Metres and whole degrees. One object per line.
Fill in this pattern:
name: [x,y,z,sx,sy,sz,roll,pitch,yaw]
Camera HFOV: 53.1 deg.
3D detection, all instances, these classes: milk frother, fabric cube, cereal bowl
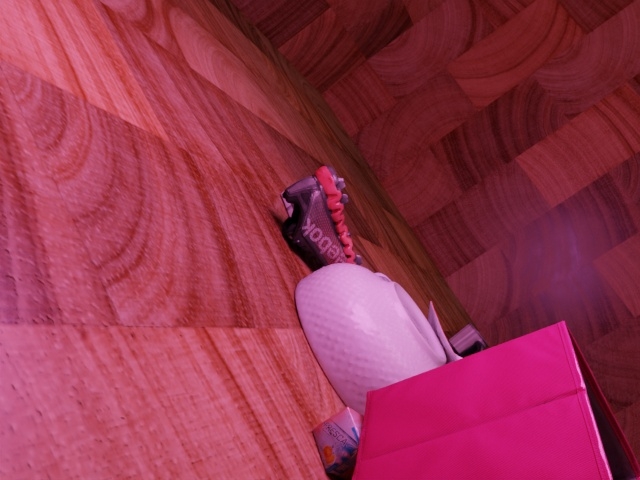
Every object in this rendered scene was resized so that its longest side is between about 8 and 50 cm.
milk frother: [0.411,0.331,1.784,0.143,0.135,0.129,50,4,-39]
fabric cube: [0.205,0.289,0.685,0.254,0.258,0.259,57,22,-17]
cereal bowl: [0.112,0.174,1.086,0.339,0.141,0.339,52,12,-16]

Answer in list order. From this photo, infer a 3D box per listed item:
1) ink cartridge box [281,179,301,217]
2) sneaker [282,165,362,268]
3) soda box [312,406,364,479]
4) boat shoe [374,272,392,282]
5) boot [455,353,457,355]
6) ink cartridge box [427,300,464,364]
ink cartridge box: [-0.022,-0.049,1.365,0.099,0.056,0.135,44,17,-43]
sneaker: [0.000,0.000,1.238,0.097,0.135,0.276,-127,-159,-70]
soda box: [0.066,0.277,0.824,0.183,0.058,0.063,41,18,-46]
boat shoe: [0.127,0.158,1.321,0.076,0.083,0.226,-131,-159,-63]
boot: [0.320,0.314,1.544,0.248,0.090,0.207,42,4,20]
ink cartridge box: [0.289,0.333,1.124,0.385,0.091,0.308,-110,-168,-47]
